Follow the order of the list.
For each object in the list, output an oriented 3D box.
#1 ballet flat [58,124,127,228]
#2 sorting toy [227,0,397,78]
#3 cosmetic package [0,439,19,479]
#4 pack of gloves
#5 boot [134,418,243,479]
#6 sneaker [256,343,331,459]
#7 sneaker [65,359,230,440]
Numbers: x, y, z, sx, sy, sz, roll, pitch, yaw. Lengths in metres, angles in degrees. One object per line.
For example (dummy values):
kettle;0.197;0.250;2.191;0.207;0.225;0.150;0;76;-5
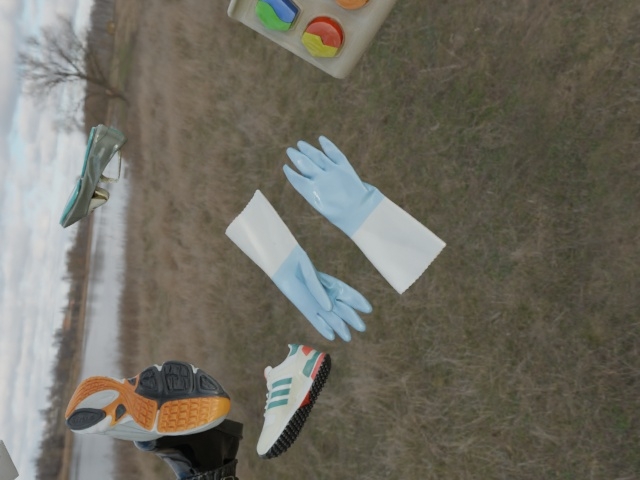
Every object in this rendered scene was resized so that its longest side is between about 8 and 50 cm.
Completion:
ballet flat;-0.390;-0.098;0.960;0.213;0.068;0.072;-58;29;25
sorting toy;-0.009;-0.339;0.778;0.193;0.208;0.038;-51;20;47
cosmetic package;-0.789;0.505;0.969;0.377;0.285;0.097;-45;-60;-62
pack of gloves;0.000;0.000;0.677;0.232;0.046;0.195;44;112;14
boot;-0.261;0.493;1.128;0.131;0.348;0.260;-11;62;24
sneaker;-0.052;0.213;0.753;0.161;0.075;0.057;-58;-28;-24
sneaker;-0.229;0.240;0.798;0.263;0.121;0.099;-8;57;25
